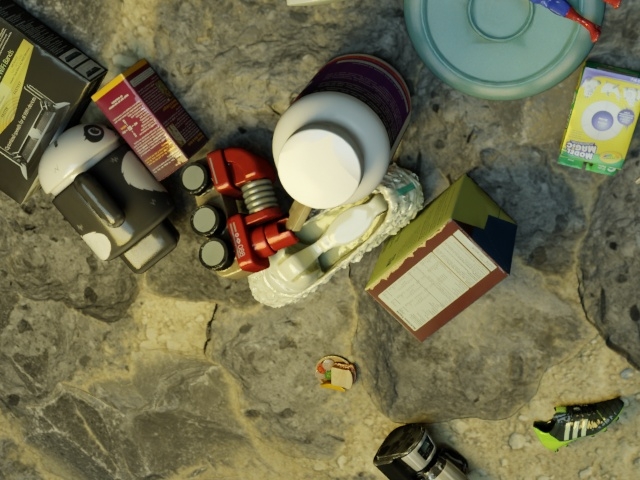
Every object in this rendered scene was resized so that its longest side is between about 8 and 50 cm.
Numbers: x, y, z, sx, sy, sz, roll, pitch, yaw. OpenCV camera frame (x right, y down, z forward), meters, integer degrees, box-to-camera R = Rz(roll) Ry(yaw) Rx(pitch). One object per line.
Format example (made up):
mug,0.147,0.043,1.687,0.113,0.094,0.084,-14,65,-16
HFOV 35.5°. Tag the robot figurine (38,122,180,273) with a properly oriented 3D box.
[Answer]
robot figurine,-0.369,-0.078,1.769,0.278,0.173,0.209,52,145,-10

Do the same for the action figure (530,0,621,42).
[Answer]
action figure,0.299,-0.384,1.458,0.280,0.139,0.091,29,118,2

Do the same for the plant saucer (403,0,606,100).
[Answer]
plant saucer,0.284,-0.366,1.567,0.318,0.043,0.317,6,116,11

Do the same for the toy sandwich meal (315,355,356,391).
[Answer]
toy sandwich meal,0.029,0.263,1.947,0.086,0.029,0.085,6,117,12

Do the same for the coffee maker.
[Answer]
coffee maker,0.189,0.460,1.950,0.171,0.120,0.178,-37,101,28

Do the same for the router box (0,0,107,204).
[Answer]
router box,-0.568,-0.255,1.825,0.243,0.081,0.309,37,119,-5

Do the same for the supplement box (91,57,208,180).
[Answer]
supplement box,-0.299,-0.213,1.761,0.081,0.104,0.188,-31,104,26

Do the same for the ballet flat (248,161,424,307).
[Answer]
ballet flat,0.000,0.000,1.769,0.409,0.147,0.147,-37,101,27

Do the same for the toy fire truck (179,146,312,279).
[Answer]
toy fire truck,-0.103,-0.070,1.713,0.246,0.158,0.217,-20,76,17

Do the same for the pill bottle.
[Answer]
pill bottle,0.033,-0.170,1.568,0.182,0.323,0.181,6,116,12

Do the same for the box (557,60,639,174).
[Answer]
box,0.452,-0.190,1.608,0.105,0.043,0.179,13,120,8

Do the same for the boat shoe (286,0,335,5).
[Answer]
boat shoe,0.045,-0.423,1.589,0.219,0.078,0.070,-10,97,20

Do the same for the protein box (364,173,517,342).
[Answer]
protein box,0.208,0.028,1.688,0.136,0.200,0.201,44,118,-8

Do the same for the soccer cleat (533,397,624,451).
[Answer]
soccer cleat,0.475,0.330,1.846,0.179,0.060,0.072,-35,101,29

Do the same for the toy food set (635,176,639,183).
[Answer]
toy food set,0.580,-0.067,1.645,0.122,0.019,0.078,46,118,-9
